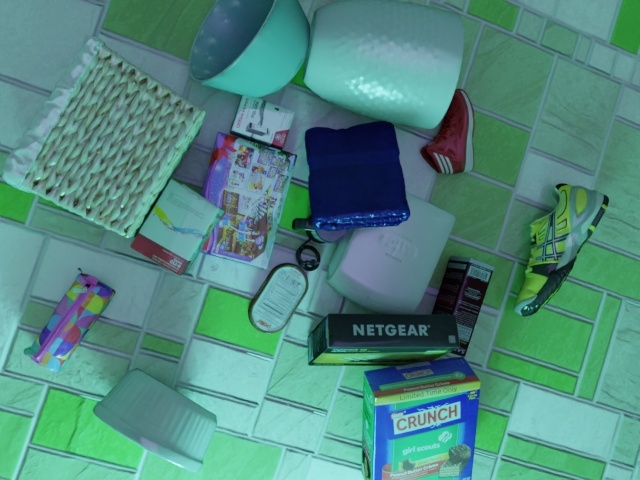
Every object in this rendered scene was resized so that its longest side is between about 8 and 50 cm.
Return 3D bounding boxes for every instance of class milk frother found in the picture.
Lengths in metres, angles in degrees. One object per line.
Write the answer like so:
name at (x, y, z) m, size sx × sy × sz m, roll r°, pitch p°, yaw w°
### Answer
milk frother at (0.000, 0.000, 1.502) m, size 0.129 × 0.135 × 0.143 m, roll -14°, pitch 92°, yaw -10°

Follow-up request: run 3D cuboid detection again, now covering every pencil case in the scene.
pencil case at (-0.570, 0.182, 1.406) m, size 0.104 × 0.104 × 0.236 m, roll 32°, pitch 85°, yaw -10°

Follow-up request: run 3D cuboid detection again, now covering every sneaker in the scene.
sneaker at (0.612, 0.026, 1.648) m, size 0.147 × 0.145 × 0.384 m, roll 31°, pitch 86°, yaw 21°
sneaker at (0.325, -0.279, 1.594) m, size 0.128 × 0.087 × 0.221 m, roll -7°, pitch 91°, yaw -13°

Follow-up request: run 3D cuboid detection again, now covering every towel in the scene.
towel at (0.083, -0.153, 1.465) m, size 0.228 × 0.076 × 0.308 m, roll -5°, pitch 52°, yaw 1°

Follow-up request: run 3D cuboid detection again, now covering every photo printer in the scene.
photo printer at (0.171, 0.028, 1.552) m, size 0.256 × 0.107 × 0.307 m, roll 26°, pitch 85°, yaw -10°

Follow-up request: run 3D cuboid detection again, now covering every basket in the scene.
basket at (-0.443, -0.193, 1.315) m, size 0.266 × 0.328 × 0.331 m, roll 31°, pitch 84°, yaw -12°

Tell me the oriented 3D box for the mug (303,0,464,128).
mug at (0.136, -0.469, 1.483) m, size 0.328 × 0.276 × 0.374 m, roll 9°, pitch 58°, yaw -8°

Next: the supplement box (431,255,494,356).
supplement box at (0.351, 0.164, 1.578) m, size 0.073 × 0.130 × 0.239 m, roll 20°, pitch 87°, yaw -11°

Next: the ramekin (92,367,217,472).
ramekin at (-0.356, 0.392, 1.375) m, size 0.273 × 0.273 × 0.127 m, roll 34°, pitch 72°, yaw -10°

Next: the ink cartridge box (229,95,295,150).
ink cartridge box at (-0.143, -0.289, 1.511) m, size 0.135 × 0.056 × 0.099 m, roll 17°, pitch 88°, yaw -12°

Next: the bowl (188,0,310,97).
bowl at (-0.144, -0.454, 1.413) m, size 0.163 × 0.311 × 0.311 m, roll 31°, pitch 83°, yaw -39°

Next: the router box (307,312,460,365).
router box at (0.140, 0.242, 1.474) m, size 0.309 × 0.243 × 0.081 m, roll 2°, pitch 69°, yaw -11°

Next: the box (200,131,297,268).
box at (-0.191, -0.096, 1.501) m, size 0.201 × 0.057 × 0.293 m, roll 16°, pitch 88°, yaw -11°

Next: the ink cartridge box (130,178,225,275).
ink cartridge box at (-0.316, -0.029, 1.387) m, size 0.127 × 0.128 × 0.176 m, roll 30°, pitch 88°, yaw -3°

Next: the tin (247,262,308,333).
tin at (-0.105, 0.144, 1.533) m, size 0.106 × 0.040 × 0.189 m, roll 32°, pitch 84°, yaw -6°

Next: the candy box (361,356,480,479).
candy box at (0.241, 0.463, 1.515) m, size 0.268 × 0.122 × 0.317 m, roll -6°, pitch 111°, yaw -12°
